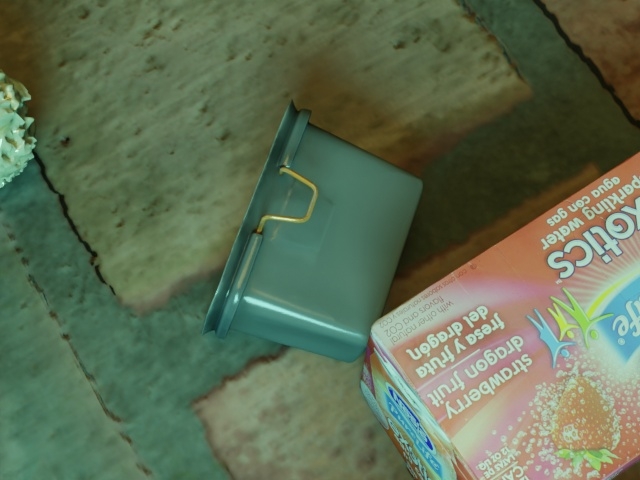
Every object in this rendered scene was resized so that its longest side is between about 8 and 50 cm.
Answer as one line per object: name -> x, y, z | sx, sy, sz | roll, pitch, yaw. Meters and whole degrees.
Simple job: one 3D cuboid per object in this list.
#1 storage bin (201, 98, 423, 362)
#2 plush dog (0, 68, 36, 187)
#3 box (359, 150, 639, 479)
storage bin -> 0.000, 0.000, 0.597 | 0.091, 0.098, 0.135 | 20, 69, -3
plush dog -> -0.312, -0.061, 0.544 | 0.262, 0.225, 0.211 | 18, 69, 7
box -> 0.157, 0.044, 0.555 | 0.256, 0.128, 0.123 | -31, 71, -12
